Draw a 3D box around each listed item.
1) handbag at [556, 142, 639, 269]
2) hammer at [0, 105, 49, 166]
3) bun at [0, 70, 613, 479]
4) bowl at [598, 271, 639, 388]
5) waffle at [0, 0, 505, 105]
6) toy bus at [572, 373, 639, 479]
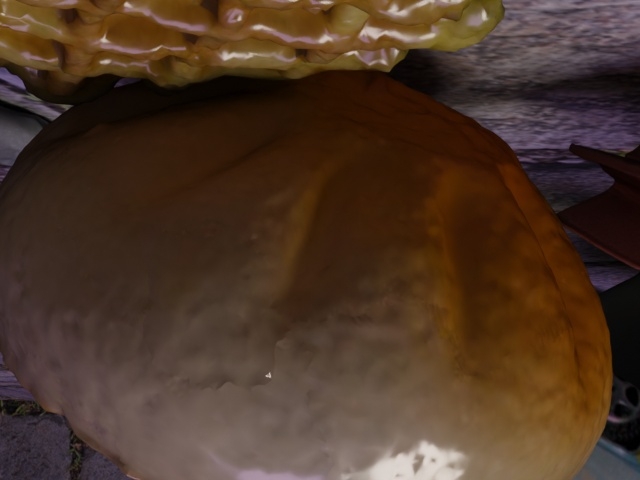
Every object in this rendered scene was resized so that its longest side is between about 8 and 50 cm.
[{"bbox_3d":[0.238,-0.005,0.779,0.212,0.059,0.157,0,-163,-32],"label":"handbag"},{"bbox_3d":[-0.246,-0.088,0.765,0.152,0.044,0.427,0,169,29],"label":"hammer"},{"bbox_3d":[0.000,0.000,0.738,0.298,0.165,0.299,21,-162,-7],"label":"bun"},{"bbox_3d":[0.300,0.083,1.174,0.289,0.146,0.289,6,169,1],"label":"bowl"},{"bbox_3d":[-0.083,-0.105,0.561,0.300,0.058,0.281,2,171,9],"label":"waffle"},{"bbox_3d":[0.039,0.115,1.010,0.386,0.162,0.171,29,155,-7],"label":"toy bus"}]
